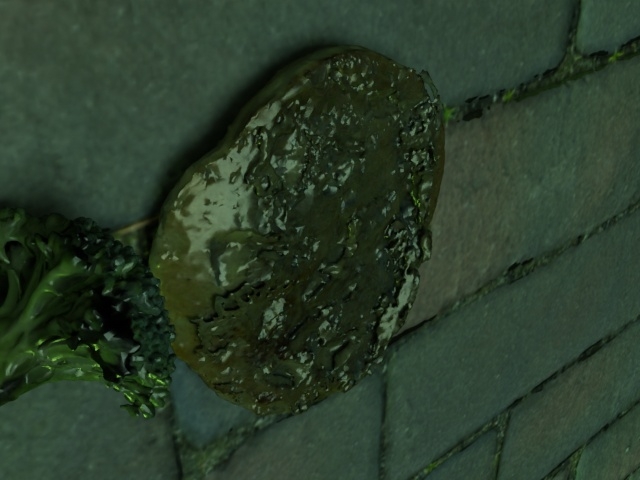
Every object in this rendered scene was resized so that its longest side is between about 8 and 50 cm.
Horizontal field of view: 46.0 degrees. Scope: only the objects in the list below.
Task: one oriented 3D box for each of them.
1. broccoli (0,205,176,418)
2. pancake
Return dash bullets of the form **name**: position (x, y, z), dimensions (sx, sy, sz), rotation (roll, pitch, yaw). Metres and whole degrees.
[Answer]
- **broccoli**: position (-0.173, 0.072, 0.400), dimensions (0.204, 0.118, 0.122), rotation (-35, 147, -3)
- **pancake**: position (0.001, 0.000, 0.552), dimensions (0.282, 0.049, 0.282), rotation (-23, 126, -34)
